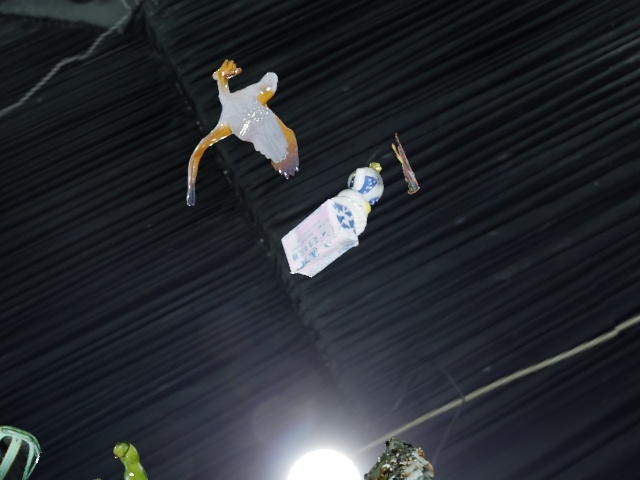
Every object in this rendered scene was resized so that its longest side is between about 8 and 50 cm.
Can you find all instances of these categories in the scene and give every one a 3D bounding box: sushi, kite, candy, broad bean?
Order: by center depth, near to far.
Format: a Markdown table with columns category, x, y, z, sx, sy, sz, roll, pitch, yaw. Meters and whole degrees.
| category | x | y | z | sx | sy | sz | roll | pitch | yaw |
| --- | --- | --- | --- | --- | --- | --- | --- | --- | --- |
| candy | 0.000 | 0.000 | 1.332 | 0.073 | 0.160 | 0.092 | 13 | -130 | -42 |
| kite | 0.196 | -0.165 | 1.488 | 0.159 | 0.010 | 0.190 | 44 | -151 | -46 |
| broad bean | -0.473 | 0.580 | 1.651 | 0.070 | 0.048 | 0.214 | -85 | -15 | -55 |
| sushi | 0.189 | 0.768 | 1.861 | 0.176 | 0.417 | 0.417 | 31 | 167 | 6 |

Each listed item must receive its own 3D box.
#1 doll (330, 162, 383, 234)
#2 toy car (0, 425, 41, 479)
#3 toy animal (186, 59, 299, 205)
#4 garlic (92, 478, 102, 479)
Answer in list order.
| category | x | y | z | sx | sy | sz | roll | pitch | yaw |
| --- | --- | --- | --- | --- | --- | --- | --- | --- | --- |
| doll | 0.098 | -0.109 | 1.727 | 0.119 | 0.293 | 0.138 | 9 | 126 | 24 |
| toy car | -0.738 | 0.566 | 1.439 | 0.136 | 0.306 | 0.125 | 31 | 179 | -26 |
| toy animal | -0.214 | -0.264 | 1.561 | 0.225 | 0.284 | 0.302 | -7 | -98 | -82 |
| garlic | -0.695 | 0.814 | 1.948 | 0.245 | 0.245 | 0.253 | 50 | 126 | 56 |
